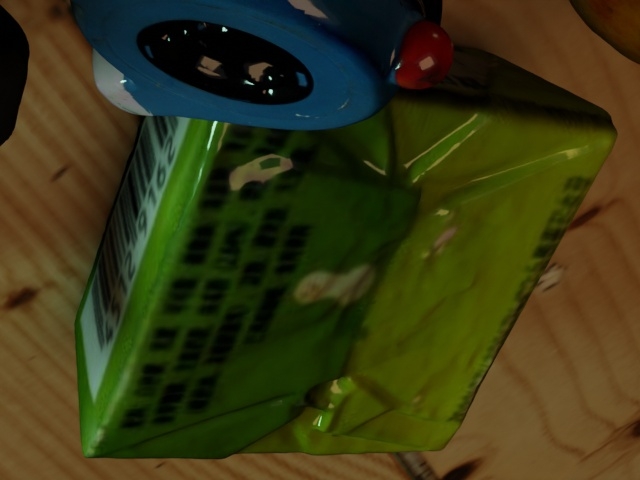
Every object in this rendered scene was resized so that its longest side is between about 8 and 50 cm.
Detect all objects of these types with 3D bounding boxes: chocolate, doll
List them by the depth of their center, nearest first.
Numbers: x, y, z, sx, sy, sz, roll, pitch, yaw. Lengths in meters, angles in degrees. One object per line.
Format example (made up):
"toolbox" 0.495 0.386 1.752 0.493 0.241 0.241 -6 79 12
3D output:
"doll" 0.002 -0.216 0.591 0.240 0.310 0.284 15 164 4
"chocolate" 0.000 0.000 0.864 0.288 0.137 0.301 4 125 -31

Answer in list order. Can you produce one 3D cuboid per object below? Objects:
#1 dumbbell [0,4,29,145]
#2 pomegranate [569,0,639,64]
"dumbbell" -0.248 -0.029 0.687 0.152 0.152 0.218 2 125 -31
"pomegranate" 0.239 -0.198 0.798 0.191 0.191 0.191 -15 132 -17
